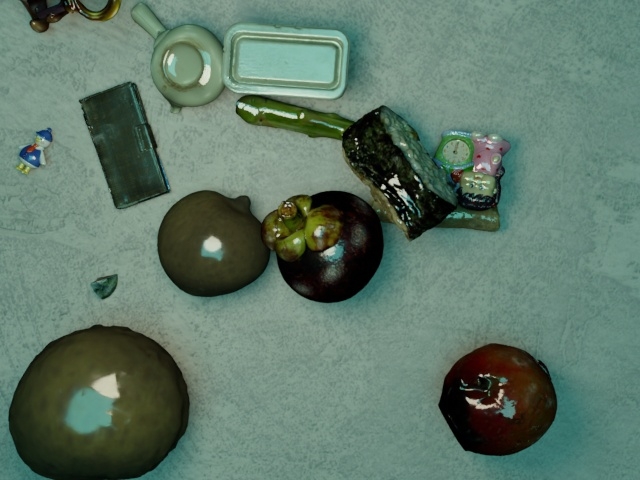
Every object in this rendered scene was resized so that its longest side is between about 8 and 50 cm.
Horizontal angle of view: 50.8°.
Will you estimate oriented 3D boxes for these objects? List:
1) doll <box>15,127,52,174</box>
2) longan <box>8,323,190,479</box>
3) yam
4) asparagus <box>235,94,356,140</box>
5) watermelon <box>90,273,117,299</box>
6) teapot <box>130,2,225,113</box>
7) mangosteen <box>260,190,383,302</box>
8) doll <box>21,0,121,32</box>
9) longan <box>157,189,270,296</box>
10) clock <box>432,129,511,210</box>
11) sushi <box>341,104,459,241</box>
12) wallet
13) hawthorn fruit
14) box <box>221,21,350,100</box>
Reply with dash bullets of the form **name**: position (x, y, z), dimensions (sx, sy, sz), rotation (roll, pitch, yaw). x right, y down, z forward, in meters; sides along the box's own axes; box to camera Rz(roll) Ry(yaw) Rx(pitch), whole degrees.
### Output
- **doll**: position (-0.776, -0.247, 1.838), dimensions (0.099, 0.057, 0.143), rotation (35, 89, 14)
- **longan**: position (-0.556, 0.408, 1.703), dimensions (0.436, 0.404, 0.404), rotation (2, 94, 4)
- **yam**: position (0.297, -0.073, 1.797), dimensions (0.357, 0.081, 0.081), rotation (5, 94, 0)
- **asparagus**: position (-0.054, -0.322, 1.791), dimensions (0.343, 0.085, 0.082), rotation (11, 80, -5)
- **watermelon**: position (-0.605, 0.119, 1.858), dimensions (0.061, 0.085, 0.085), rotation (31, 96, 34)
- **teapot**: position (-0.360, -0.501, 1.755), dimensions (0.220, 0.149, 0.318), rotation (-20, 95, 12)
- **mangosteen**: position (0.002, 0.013, 1.706), dimensions (0.313, 0.297, 0.297), rotation (6, 94, -9)
- **doll**: position (-0.665, -0.690, 1.725), dimensions (0.340, 0.209, 0.318), rotation (-14, 97, 1)
- **longan**: position (-0.273, 0.006, 1.743), dimensions (0.300, 0.243, 0.300), rotation (0, 90, -10)
- **clock**: position (0.381, -0.179, 1.747), dimensions (0.194, 0.100, 0.195), rotation (10, 76, 16)
- **sushi**: position (0.190, -0.169, 1.675), dimensions (0.171, 0.211, 0.350), rotation (-43, 65, 25)
- **wallet**: position (-0.531, -0.256, 1.833), dimensions (0.169, 0.044, 0.317), rotation (-18, 92, 7)
- **hawthorn fruit**: position (0.447, 0.413, 1.729), dimensions (0.316, 0.316, 0.316), rotation (0, 94, 2)
- **box**: position (-0.083, -0.446, 1.732), dimensions (0.312, 0.182, 0.175), rotation (4, 94, 1)
